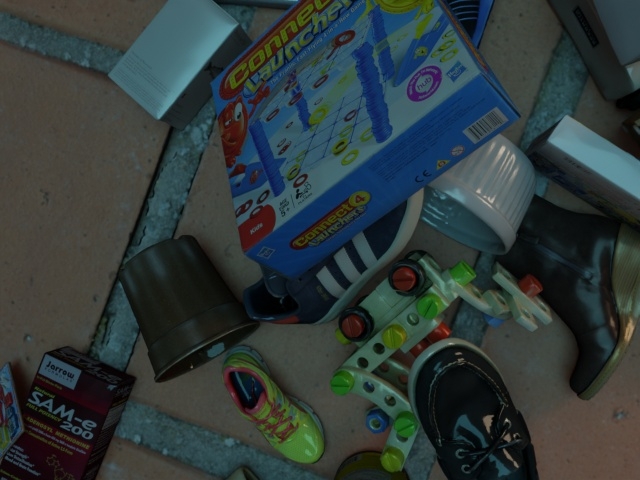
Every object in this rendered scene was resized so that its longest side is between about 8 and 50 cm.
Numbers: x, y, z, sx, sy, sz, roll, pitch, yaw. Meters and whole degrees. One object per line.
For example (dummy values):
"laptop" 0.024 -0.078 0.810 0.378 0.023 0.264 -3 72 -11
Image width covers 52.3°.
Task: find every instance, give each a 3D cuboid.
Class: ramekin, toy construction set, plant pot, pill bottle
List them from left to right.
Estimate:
"plant pot" -0.199 0.092 0.944 0.167 0.167 0.165 -32 78 6
"pill bottle" 0.066 0.369 0.875 0.117 0.215 0.117 0 90 7
"toy construction set" 0.145 0.139 0.884 0.328 0.151 0.215 -44 82 12
"ramekin" 0.186 -0.081 0.873 0.207 0.207 0.109 32 84 6

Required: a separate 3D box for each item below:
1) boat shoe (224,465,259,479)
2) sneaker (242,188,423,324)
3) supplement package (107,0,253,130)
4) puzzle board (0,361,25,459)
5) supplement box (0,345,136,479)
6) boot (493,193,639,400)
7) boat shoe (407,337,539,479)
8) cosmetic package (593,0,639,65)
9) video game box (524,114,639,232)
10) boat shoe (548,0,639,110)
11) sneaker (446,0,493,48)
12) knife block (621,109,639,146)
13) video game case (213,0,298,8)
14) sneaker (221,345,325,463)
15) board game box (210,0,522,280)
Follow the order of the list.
"boat shoe" -0.039 0.461 0.941 0.302 0.109 0.098 42 89 14
"sneaker" 0.000 0.000 0.830 0.131 0.148 0.350 62 140 34
"supplement package" -0.202 -0.268 0.964 0.105 0.105 0.179 41 95 5
"puzzle board" -0.494 0.266 1.001 0.096 0.011 0.128 -47 52 19
"supplement box" -0.396 0.300 1.002 0.130 0.073 0.239 22 92 7
"boot" 0.344 0.077 0.925 0.207 0.090 0.248 24 97 20
"boat shoe" 0.210 0.264 0.821 0.127 0.113 0.340 -26 124 -7
"cosmetic package" 0.565 -0.374 0.747 0.453 0.230 0.161 -20 87 -12
"video game box" 0.375 -0.078 0.854 0.205 0.187 0.048 34 92 5
"boat shoe" 0.412 -0.361 0.893 0.158 0.127 0.340 -28 95 0
"sneaker" 0.194 -0.322 0.934 0.091 0.081 0.232 19 85 9
"knife block" 0.510 -0.186 0.806 0.242 0.276 0.088 -38 85 22
"video game case" -0.061 -0.503 0.983 0.329 0.036 0.299 8 91 8
"sneaker" -0.077 0.251 0.953 0.081 0.094 0.208 -45 87 3
"board game box" 0.022 -0.163 0.746 0.308 0.086 0.302 -37 48 23
